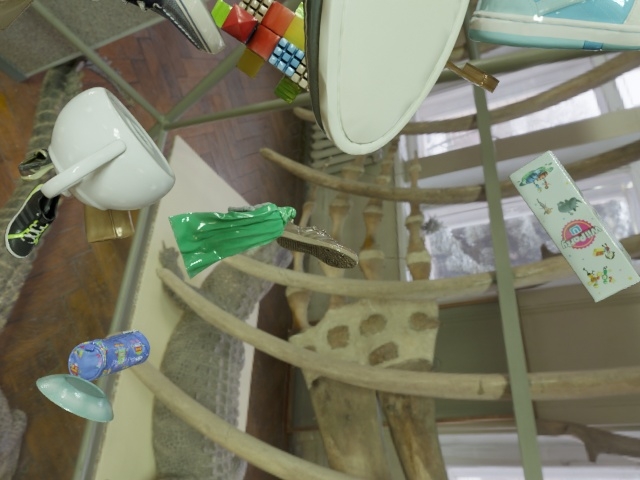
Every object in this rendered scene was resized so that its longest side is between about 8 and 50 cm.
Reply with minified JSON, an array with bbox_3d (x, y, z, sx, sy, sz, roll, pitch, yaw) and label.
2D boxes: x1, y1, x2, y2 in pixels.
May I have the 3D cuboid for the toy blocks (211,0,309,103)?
[{"bbox_3d":[-0.039,-0.364,0.950,0.382,0.190,0.261,31,14,-18],"label":"toy blocks"}]

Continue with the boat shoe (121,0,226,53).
[{"bbox_3d":[-0.297,-0.406,0.740,0.340,0.158,0.127,53,10,-45],"label":"boat shoe"}]

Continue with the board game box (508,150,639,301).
[{"bbox_3d":[0.542,-0.044,1.041,0.303,0.098,0.224,57,29,8],"label":"board game box"}]

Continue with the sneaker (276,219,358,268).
[{"bbox_3d":[0.000,0.000,1.065,0.066,0.189,0.071,103,8,-52],"label":"sneaker"}]

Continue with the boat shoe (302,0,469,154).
[{"bbox_3d":[0.034,-0.219,0.308,0.116,0.099,0.319,-12,121,-35],"label":"boat shoe"}]

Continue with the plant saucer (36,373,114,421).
[{"bbox_3d":[-0.565,0.359,1.141,0.037,0.195,0.195,-59,145,-13],"label":"plant saucer"}]

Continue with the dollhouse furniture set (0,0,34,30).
[{"bbox_3d":[-0.807,-0.634,1.116,0.242,0.161,0.212,61,32,-18],"label":"dollhouse furniture set"}]

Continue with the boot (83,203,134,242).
[{"bbox_3d":[-0.579,-0.143,1.413,0.089,0.236,0.269,76,2,-88],"label":"boot"}]

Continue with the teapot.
[{"bbox_3d":[-0.413,-0.146,0.912,0.252,0.187,0.256,52,-5,27],"label":"teapot"}]

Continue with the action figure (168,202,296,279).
[{"bbox_3d":[-0.157,-0.022,0.929,0.063,0.232,0.137,-123,-160,-54],"label":"action figure"}]

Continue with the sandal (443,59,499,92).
[{"bbox_3d":[0.188,-0.302,0.854,0.079,0.240,0.088,-62,169,22],"label":"sandal"}]

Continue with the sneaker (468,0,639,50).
[{"bbox_3d":[0.371,-0.359,0.630,0.127,0.319,0.208,-66,160,-65],"label":"sneaker"}]

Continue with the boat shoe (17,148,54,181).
[{"bbox_3d":[-0.699,-0.208,1.227,0.152,0.056,0.049,-68,164,-45],"label":"boat shoe"}]

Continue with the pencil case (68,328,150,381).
[{"bbox_3d":[-0.675,0.367,1.579,0.306,0.120,0.133,18,79,-80],"label":"pencil case"}]

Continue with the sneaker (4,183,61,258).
[{"bbox_3d":[-0.813,-0.058,1.376,0.084,0.097,0.234,29,77,-54],"label":"sneaker"}]
